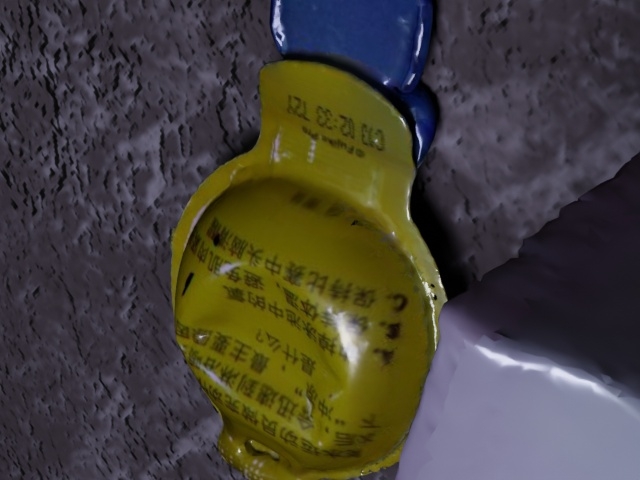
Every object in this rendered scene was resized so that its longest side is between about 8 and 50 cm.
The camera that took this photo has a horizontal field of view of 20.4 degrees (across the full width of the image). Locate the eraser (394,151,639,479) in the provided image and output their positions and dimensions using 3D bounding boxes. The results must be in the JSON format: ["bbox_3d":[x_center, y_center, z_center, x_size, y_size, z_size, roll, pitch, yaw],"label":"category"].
[{"bbox_3d":[0.113,0.122,0.575,0.122,0.272,0.359,34,132,23],"label":"eraser"}]

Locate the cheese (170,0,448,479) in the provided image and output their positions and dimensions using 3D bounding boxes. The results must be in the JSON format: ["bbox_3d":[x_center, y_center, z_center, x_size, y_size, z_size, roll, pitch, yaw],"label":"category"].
[{"bbox_3d":[0.000,0.000,0.757,0.157,0.064,0.250,25,120,28],"label":"cheese"}]
